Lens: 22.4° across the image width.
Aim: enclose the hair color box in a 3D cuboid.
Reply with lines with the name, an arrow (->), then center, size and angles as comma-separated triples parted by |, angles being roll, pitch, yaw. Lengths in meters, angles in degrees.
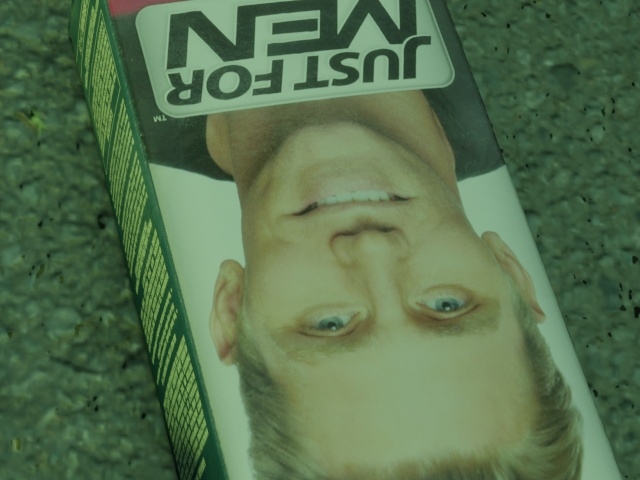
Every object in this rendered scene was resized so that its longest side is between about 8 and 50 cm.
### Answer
hair color box -> 0.000, 0.000, 0.766 | 0.174, 0.105, 0.347 | -9, 64, -17
